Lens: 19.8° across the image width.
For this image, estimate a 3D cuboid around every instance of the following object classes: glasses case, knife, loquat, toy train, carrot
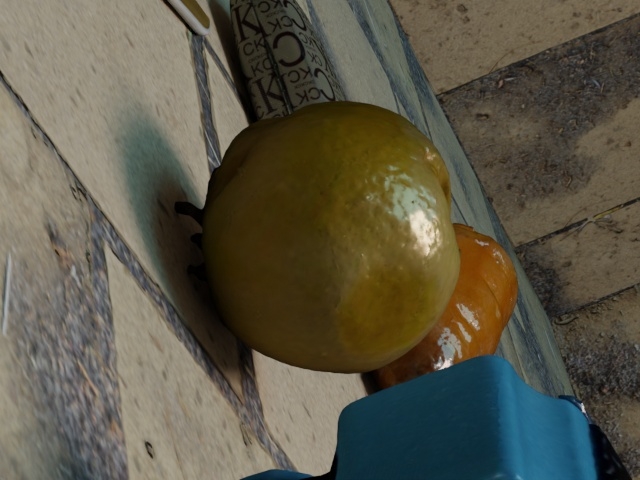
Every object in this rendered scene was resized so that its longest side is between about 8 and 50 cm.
[{"bbox_3d":[-0.008,-0.099,1.783,0.137,0.085,0.355,43,26,-69],"label":"glasses case"},{"bbox_3d":[-0.137,-0.232,1.582,0.046,0.022,0.256,67,9,22],"label":"knife"},{"bbox_3d":[0.000,0.004,1.319,0.213,0.213,0.213,-23,90,-80],"label":"loquat"},{"bbox_3d":[0.076,0.238,0.969,0.188,0.265,0.300,-86,154,-69],"label":"toy train"},{"bbox_3d":[0.111,0.091,1.848,0.159,0.159,0.225,65,19,-16],"label":"carrot"}]
